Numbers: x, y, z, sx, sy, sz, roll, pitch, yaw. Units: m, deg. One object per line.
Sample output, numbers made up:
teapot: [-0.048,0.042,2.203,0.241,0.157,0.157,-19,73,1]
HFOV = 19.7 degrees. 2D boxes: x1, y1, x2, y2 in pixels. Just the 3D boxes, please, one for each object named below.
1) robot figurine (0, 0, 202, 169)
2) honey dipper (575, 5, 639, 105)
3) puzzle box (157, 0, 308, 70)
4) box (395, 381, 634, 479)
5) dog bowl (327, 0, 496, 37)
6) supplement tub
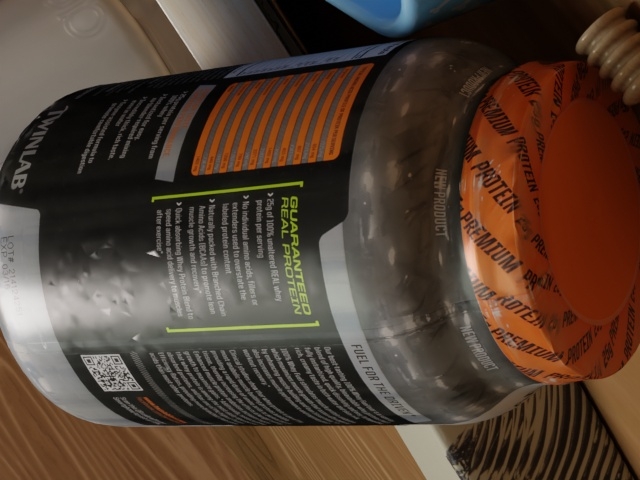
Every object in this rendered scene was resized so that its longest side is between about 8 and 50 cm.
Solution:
robot figurine: [-0.242,-0.088,1.492,0.200,0.353,0.300,59,166,-20]
honey dipper: [0.177,-0.039,0.821,0.160,0.030,0.030,49,166,16]
puzzle box: [-0.087,-0.190,1.180,0.409,0.052,0.272,57,-175,-10]
box: [0.101,0.091,1.254,0.275,0.113,0.094,58,167,-17]
dog bowl: [-0.002,-0.203,0.956,0.297,0.074,0.166,39,160,49]
supplement tub: [0.000,0.000,0.948,0.316,0.193,0.193,-4,128,35]
